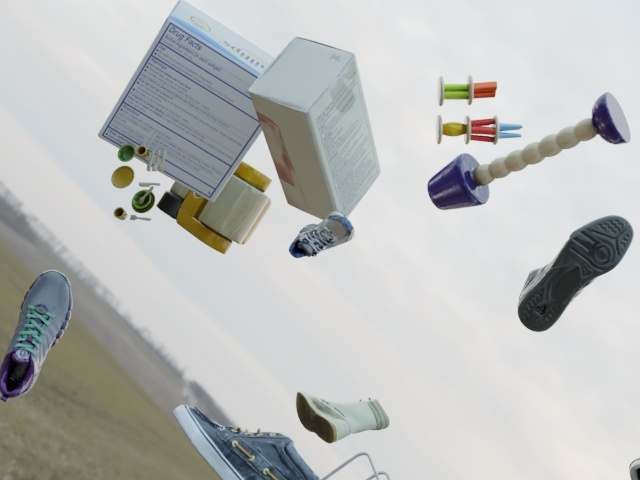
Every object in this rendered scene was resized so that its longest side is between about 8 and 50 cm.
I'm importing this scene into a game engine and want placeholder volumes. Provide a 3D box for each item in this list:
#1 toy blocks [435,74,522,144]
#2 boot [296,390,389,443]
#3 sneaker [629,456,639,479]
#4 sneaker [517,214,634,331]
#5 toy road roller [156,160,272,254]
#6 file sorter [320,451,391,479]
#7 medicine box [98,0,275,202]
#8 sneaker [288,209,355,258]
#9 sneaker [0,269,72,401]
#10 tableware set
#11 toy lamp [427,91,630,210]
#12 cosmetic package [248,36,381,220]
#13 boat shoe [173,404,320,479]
[{"bbox_3d":[0.278,-0.226,1.712,0.054,0.148,0.123,-92,-178,-67],"label":"toy blocks"},{"bbox_3d":[0.048,0.403,2.320,0.213,0.165,0.077,27,-59,59],"label":"boot"},{"bbox_3d":[0.547,0.430,1.561,0.084,0.070,0.185,9,45,-60],"label":"sneaker"},{"bbox_3d":[0.399,0.044,1.582,0.087,0.227,0.130,40,8,0],"label":"sneaker"},{"bbox_3d":[-0.208,-0.081,2.346,0.241,0.202,0.329,32,0,-37],"label":"toy road roller"},{"bbox_3d":[0.116,0.603,2.019,0.277,0.193,0.173,51,7,-24],"label":"file sorter"},{"bbox_3d":[-0.244,-0.272,1.939,0.264,0.289,0.149,31,24,-14],"label":"medicine box"},{"bbox_3d":[0.000,0.000,1.450,0.052,0.058,0.135,53,-35,-7],"label":"sneaker"},{"bbox_3d":[-0.469,0.160,1.626,0.083,0.223,0.098,20,0,-12],"label":"sneaker"},{"bbox_3d":[-0.349,-0.109,1.839,0.104,0.154,0.024,4,-19,17],"label":"tableware set"},{"bbox_3d":[0.267,-0.109,1.305,0.275,0.080,0.080,-22,-59,31],"label":"toy lamp"},{"bbox_3d":[-0.003,-0.184,1.709,0.129,0.153,0.296,24,-30,28],"label":"cosmetic package"},{"bbox_3d":[-0.082,0.230,1.083,0.183,0.083,0.065,42,-18,31],"label":"boat shoe"}]
